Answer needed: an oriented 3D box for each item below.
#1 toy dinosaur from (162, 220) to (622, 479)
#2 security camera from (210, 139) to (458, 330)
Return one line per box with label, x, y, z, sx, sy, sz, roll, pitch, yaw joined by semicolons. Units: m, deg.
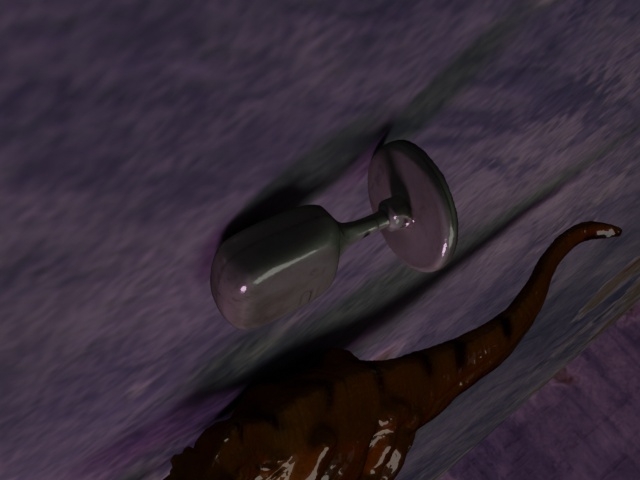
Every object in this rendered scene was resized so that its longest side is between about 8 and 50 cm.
toy dinosaur;0.019;0.116;0.753;0.432;0.097;0.208;-30;152;-47
security camera;0.000;0.000;0.473;0.092;0.058;0.058;-19;157;-24
